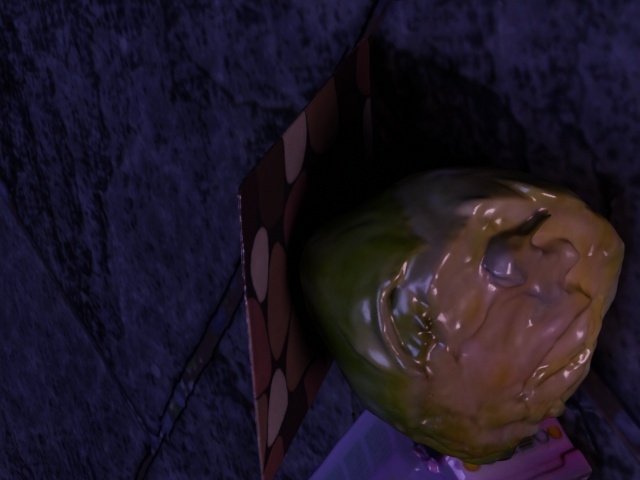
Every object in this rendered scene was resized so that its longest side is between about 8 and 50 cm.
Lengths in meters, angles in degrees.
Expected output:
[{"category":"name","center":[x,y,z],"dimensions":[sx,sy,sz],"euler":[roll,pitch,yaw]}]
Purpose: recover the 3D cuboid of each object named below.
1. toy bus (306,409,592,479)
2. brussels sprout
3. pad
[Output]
[{"category":"toy bus","center":[0.050,0.170,0.776],"dimensions":[0.112,0.090,0.274],"euler":[61,144,22]},{"category":"brussels sprout","center":[0.063,0.024,0.626],"dimensions":[0.122,0.149,0.151],"euler":[32,142,42]},{"category":"pad","center":[0.000,0.000,0.658],"dimensions":[0.003,0.235,0.158],"euler":[4,115,16]}]
